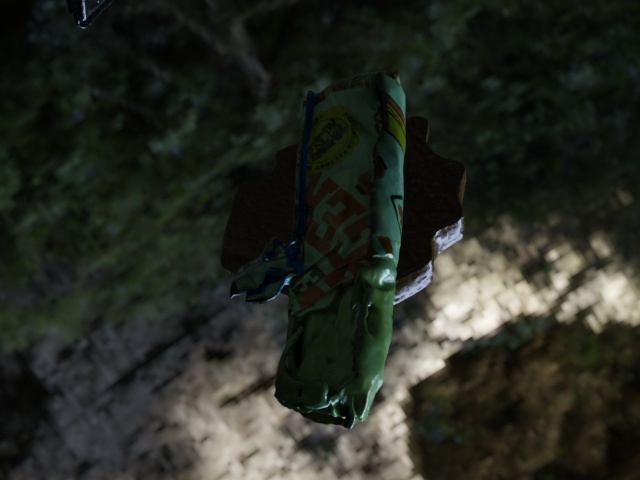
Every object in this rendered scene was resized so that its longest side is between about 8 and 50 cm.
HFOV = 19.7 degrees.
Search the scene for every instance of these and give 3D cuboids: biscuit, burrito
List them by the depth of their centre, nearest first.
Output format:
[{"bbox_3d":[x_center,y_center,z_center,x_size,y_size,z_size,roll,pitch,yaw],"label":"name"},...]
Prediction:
[{"bbox_3d":[0.000,0.000,1.155,0.104,0.054,0.288,-10,-132,17],"label":"burrito"},{"bbox_3d":[0.030,-0.026,1.472,0.182,0.034,0.215,22,-129,25],"label":"biscuit"}]

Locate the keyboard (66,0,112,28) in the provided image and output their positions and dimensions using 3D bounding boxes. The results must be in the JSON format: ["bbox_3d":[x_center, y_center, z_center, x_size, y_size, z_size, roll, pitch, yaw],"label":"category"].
[{"bbox_3d":[-0.188,-0.283,1.726,0.025,0.093,0.230,5,-150,17],"label":"keyboard"}]
